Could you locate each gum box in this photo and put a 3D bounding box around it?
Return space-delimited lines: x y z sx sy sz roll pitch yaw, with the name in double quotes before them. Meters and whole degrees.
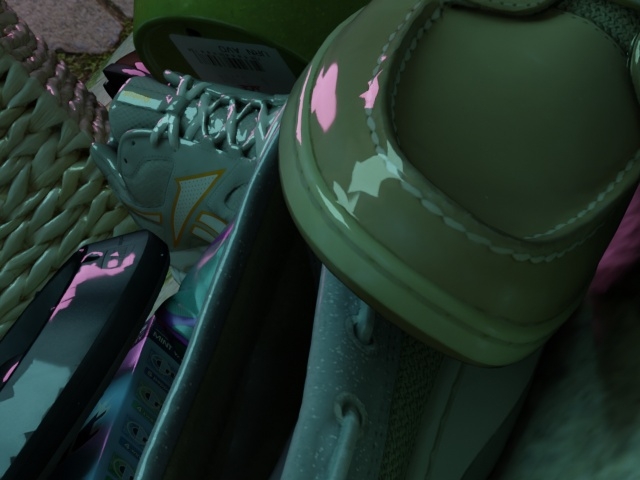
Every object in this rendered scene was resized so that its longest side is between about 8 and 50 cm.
"gum box" -0.130 0.132 0.732 0.157 0.041 0.184 -41 15 19

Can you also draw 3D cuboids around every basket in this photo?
"basket" -0.326 -0.036 1.322 0.331 0.266 0.328 -46 14 2

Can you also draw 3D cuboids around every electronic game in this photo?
"electronic game" -0.138 0.090 0.678 0.229 0.048 0.229 -51 11 14

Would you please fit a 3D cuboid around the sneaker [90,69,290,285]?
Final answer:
"sneaker" -0.053 -0.044 0.834 0.099 0.121 0.262 -54 16 -26

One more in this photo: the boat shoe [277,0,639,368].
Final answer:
"boat shoe" 0.077 -0.069 0.508 0.098 0.109 0.302 -51 0 33

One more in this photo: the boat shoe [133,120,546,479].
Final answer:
"boat shoe" -0.026 0.082 0.432 0.118 0.103 0.320 -33 19 44

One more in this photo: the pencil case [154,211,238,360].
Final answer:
"pencil case" 0.000 0.000 0.658 0.152 0.070 0.064 -50 11 -14

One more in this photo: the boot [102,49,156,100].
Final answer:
"boot" -0.069 -0.207 1.494 0.280 0.096 0.264 -40 6 -5

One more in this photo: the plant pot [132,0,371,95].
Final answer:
"plant pot" 0.002 -0.219 0.950 0.274 0.274 0.294 -19 46 62
